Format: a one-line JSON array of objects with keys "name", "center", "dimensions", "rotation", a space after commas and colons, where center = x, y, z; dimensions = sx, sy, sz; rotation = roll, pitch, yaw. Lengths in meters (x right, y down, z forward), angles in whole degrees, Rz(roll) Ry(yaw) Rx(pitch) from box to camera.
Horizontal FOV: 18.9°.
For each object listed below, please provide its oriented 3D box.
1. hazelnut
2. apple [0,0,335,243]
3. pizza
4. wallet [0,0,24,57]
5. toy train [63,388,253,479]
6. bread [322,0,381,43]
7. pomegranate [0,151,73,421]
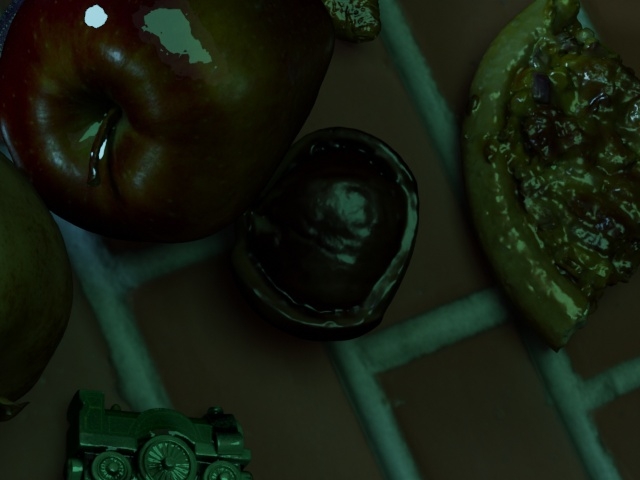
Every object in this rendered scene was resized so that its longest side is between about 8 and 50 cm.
[{"name": "hazelnut", "center": [0.008, 0.001, 1.831], "dimensions": [0.170, 0.160, 0.201], "rotation": [1, 52, 16]}, {"name": "apple", "center": [-0.142, -0.153, 1.751], "dimensions": [0.288, 0.288, 0.317], "rotation": [47, 41, -1]}, {"name": "pizza", "center": [0.276, -0.076, 2.016], "dimensions": [0.278, 0.114, 0.409], "rotation": [14, 69, -13]}, {"name": "wallet", "center": [-0.261, -0.191, 1.868], "dimensions": [0.111, 0.030, 0.166], "rotation": [35, 62, -9]}, {"name": "toy train", "center": [-0.148, 0.197, 1.756], "dimensions": [0.178, 0.071, 0.104], "rotation": [7, 58, -19]}, {"name": "bread", "center": [-0.013, -0.303, 1.988], "dimensions": [0.105, 0.076, 0.233], "rotation": [-36, 95, -17]}, {"name": "pomegranate", "center": [-0.352, 0.041, 1.600], "dimensions": [0.319, 0.319, 0.319], "rotation": [8, 69, -20]}]
